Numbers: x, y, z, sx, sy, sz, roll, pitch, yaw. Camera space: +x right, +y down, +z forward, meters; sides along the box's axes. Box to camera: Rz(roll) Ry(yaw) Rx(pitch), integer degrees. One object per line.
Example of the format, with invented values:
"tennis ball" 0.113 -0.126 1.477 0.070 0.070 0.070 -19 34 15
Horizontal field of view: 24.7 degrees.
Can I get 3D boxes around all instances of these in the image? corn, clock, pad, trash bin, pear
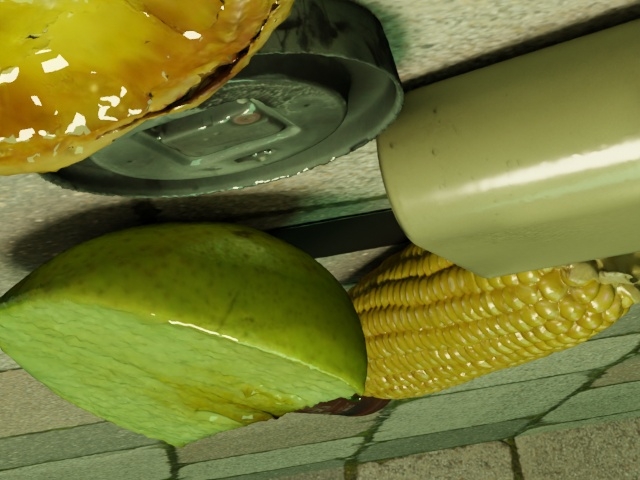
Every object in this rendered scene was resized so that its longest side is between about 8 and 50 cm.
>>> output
"corn" 0.127 0.045 1.223 0.144 0.144 0.387 -1 165 -32
"clock" -0.061 -0.078 0.825 0.215 0.042 0.215 -10 164 -3
"pad" 0.000 0.000 1.219 0.157 0.003 0.112 -10 165 -2
"trash bin" 0.189 -0.058 0.933 0.247 0.121 0.243 -13 165 23
"pear" -0.125 0.050 1.093 0.239 0.139 0.288 17 157 -29

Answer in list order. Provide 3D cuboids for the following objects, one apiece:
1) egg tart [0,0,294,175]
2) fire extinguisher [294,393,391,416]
"egg tart" -0.140 -0.115 0.511 0.290 0.115 0.290 -12 163 -3
"fire extinguisher" -0.006 0.124 1.508 0.138 0.102 0.344 19 -177 32
